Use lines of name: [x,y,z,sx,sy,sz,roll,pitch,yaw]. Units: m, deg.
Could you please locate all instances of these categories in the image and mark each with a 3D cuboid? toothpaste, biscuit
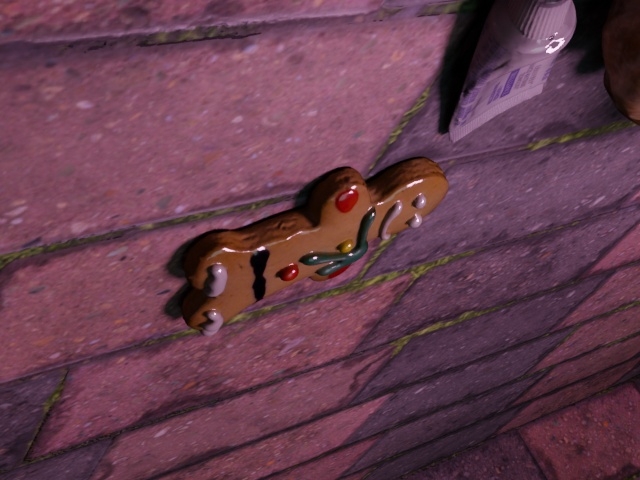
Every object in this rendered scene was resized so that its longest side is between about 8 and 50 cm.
toothpaste: [0.171,-0.161,0.975,0.099,0.069,0.282,0,163,0]
biscuit: [0.000,0.000,1.126,0.301,0.049,0.197,-24,160,-16]

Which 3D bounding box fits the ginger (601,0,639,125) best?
ginger: [0.373,-0.179,1.005,0.304,0.155,0.244,-2,163,45]
